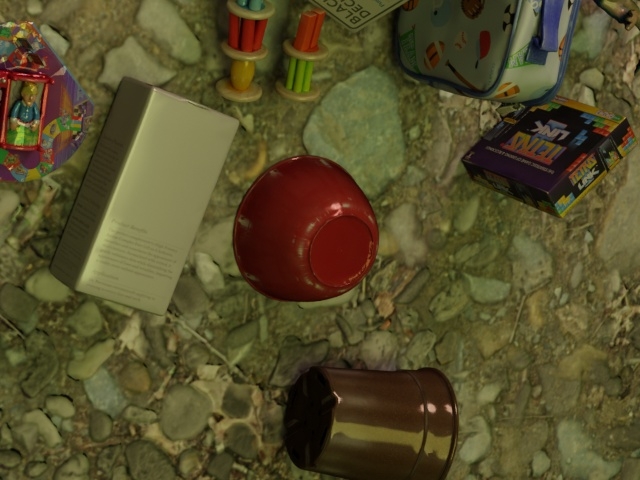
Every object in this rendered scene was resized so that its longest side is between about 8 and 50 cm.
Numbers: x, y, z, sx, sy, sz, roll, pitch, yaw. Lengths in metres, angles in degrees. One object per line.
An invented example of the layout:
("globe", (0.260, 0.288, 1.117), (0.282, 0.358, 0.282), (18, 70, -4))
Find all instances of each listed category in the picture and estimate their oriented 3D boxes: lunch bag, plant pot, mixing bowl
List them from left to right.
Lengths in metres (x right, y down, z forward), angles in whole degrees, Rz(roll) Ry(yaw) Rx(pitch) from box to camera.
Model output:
("mixing bowl", (0.000, 0.000, 1.618), (0.181, 0.098, 0.181), (-11, 112, -28))
("plant pot", (0.056, 0.225, 1.696), (0.165, 0.167, 0.167), (13, 98, -27))
("lunch bag", (0.203, -0.296, 1.560), (0.115, 0.243, 0.303), (4, 103, -32))

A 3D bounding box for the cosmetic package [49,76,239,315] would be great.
("cosmetic package", (-0.190, -0.047, 1.495), (0.117, 0.085, 0.231), (21, 92, -35))

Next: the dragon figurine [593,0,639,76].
("dragon figurine", (0.340, -0.328, 1.730), (0.085, 0.144, 0.289), (-54, 144, -8))

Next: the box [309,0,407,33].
("box", (0.084, -0.348, 1.450), (0.169, 0.290, 0.087), (32, 48, -36))

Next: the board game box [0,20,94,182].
("board game box", (-0.306, -0.136, 1.423), (0.133, 0.033, 0.169), (-43, 122, -14))

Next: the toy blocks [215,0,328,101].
("toy blocks", (-0.046, -0.226, 1.511), (0.123, 0.054, 0.148), (-3, 125, -21))

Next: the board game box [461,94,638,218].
("board game box", (0.279, -0.110, 1.711), (0.141, 0.170, 0.048), (-42, 125, -14))
